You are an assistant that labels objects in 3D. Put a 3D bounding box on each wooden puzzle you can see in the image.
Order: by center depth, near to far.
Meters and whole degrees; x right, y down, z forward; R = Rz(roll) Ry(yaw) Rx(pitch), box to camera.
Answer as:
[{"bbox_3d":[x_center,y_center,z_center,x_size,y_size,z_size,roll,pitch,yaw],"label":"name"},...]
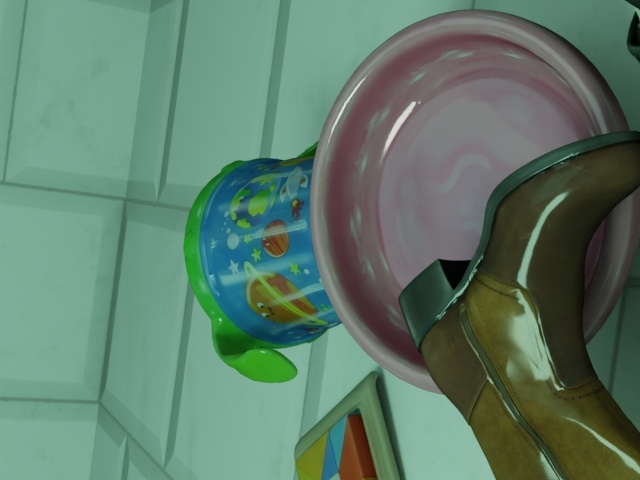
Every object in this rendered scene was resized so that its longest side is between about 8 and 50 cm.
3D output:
[{"bbox_3d":[0.027,0.304,1.133,0.221,0.044,0.239,-52,39,48],"label":"wooden puzzle"}]

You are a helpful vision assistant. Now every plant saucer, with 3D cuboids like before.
[{"bbox_3d":[0.134,-0.032,0.853,0.332,0.084,0.332,1,92,44],"label":"plant saucer"}]

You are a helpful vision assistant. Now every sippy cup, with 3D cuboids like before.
[{"bbox_3d":[0.000,0.000,1.087,0.224,0.240,0.306,-15,79,51],"label":"sippy cup"}]

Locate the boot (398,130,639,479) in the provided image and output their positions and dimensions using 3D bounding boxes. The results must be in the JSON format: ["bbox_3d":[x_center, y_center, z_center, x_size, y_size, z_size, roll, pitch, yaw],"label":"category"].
[{"bbox_3d":[0.187,0.097,0.673,0.264,0.096,0.280,-45,58,35],"label":"boot"}]

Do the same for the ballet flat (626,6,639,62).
[{"bbox_3d":[0.276,-0.253,0.698,0.095,0.096,0.281,-177,94,-65],"label":"ballet flat"}]

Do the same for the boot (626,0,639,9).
[{"bbox_3d":[0.294,-0.267,0.511,0.367,0.146,0.445,-51,39,18],"label":"boot"}]
